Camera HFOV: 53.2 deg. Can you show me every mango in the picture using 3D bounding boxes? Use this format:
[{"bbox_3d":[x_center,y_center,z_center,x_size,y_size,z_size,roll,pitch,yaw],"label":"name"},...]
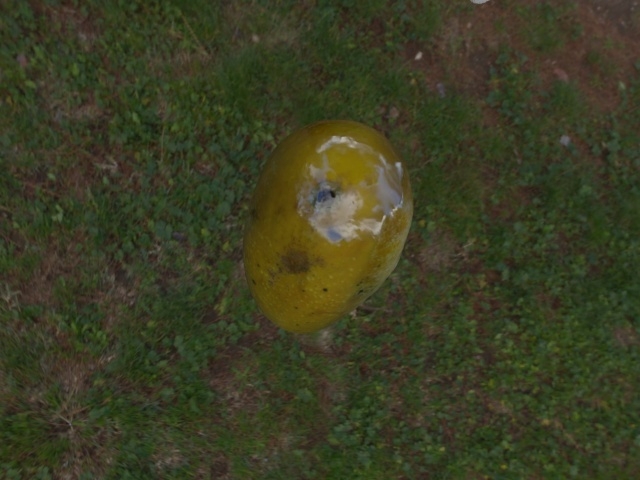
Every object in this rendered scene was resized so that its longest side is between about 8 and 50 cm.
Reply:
[{"bbox_3d":[-0.006,0.002,0.686,0.176,0.329,0.175,-21,70,-30],"label":"mango"}]

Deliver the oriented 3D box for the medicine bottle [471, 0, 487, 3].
[{"bbox_3d":[0.211,-0.298,0.285,0.406,0.236,0.235,-29,86,19],"label":"medicine bottle"}]
